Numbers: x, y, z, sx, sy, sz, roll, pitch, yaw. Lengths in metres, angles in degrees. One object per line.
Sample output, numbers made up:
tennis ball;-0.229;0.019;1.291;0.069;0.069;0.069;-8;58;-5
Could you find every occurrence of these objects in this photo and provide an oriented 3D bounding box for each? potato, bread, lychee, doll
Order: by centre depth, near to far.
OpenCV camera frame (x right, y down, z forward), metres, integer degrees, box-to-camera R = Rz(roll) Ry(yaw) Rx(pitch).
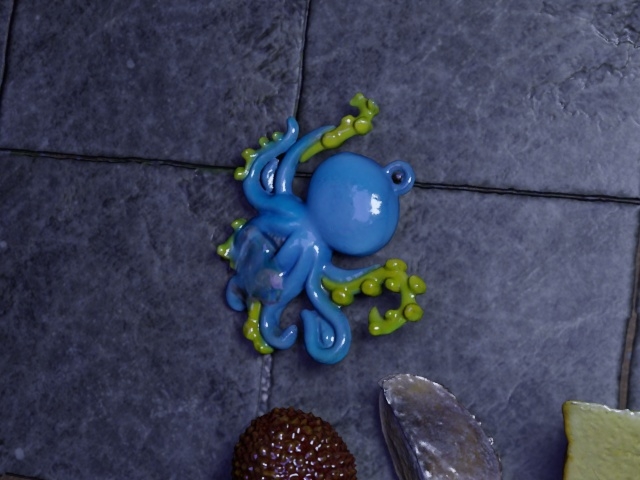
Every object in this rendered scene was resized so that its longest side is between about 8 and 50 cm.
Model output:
bread;0.398;0.381;1.321;0.233;0.245;0.362;4;81;16
potato;0.165;0.305;1.488;0.120;0.100;0.261;-12;61;-23
lychee;-0.038;0.315;1.490;0.188;0.188;0.188;-2;83;16
doll;0.000;0.000;1.565;0.341;0.098;0.346;-34;71;24
